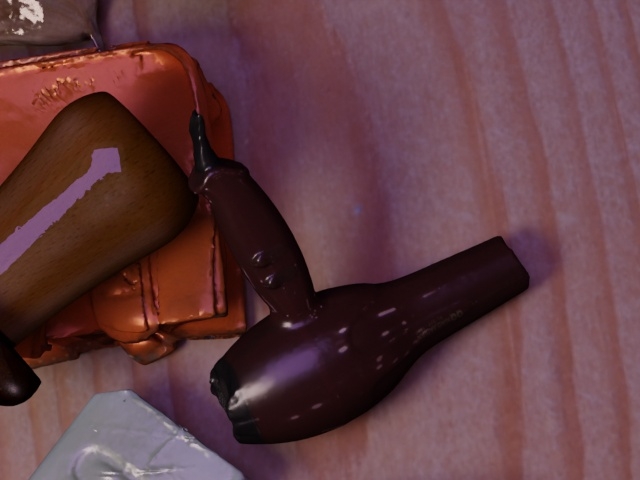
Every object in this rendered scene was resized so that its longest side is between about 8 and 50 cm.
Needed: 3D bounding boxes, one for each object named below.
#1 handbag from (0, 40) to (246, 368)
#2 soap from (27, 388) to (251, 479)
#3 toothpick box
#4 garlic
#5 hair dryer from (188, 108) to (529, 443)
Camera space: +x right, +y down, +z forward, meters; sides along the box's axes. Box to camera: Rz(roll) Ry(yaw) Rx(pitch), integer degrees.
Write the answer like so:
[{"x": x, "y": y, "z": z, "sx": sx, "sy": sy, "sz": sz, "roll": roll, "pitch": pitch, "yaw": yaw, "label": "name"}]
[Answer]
[{"x": -0.289, "y": -0.022, "z": 1.737, "sx": 0.410, "sy": 0.116, "sz": 0.303, "roll": -8, "pitch": 74, "yaw": 8, "label": "handbag"}, {"x": -0.210, "y": 0.291, "z": 1.646, "sx": 0.173, "sy": 0.095, "sz": 0.289, "roll": 35, "pitch": 83, "yaw": 18, "label": "soap"}, {"x": -0.258, "y": 0.012, "z": 1.582, "sx": 0.294, "sy": 0.192, "sz": 0.192, "roll": -42, "pitch": 72, "yaw": -8, "label": "toothpick box"}, {"x": -0.300, "y": -0.233, "z": 1.826, "sx": 0.198, "sy": 0.090, "sz": 0.129, "roll": 4, "pitch": 90, "yaw": 4, "label": "garlic"}, {"x": 0.000, "y": 0.000, "z": 1.598, "sx": 0.312, "sy": 0.340, "sz": 0.123, "roll": -31, "pitch": 28, "yaw": -6, "label": "hair dryer"}]
